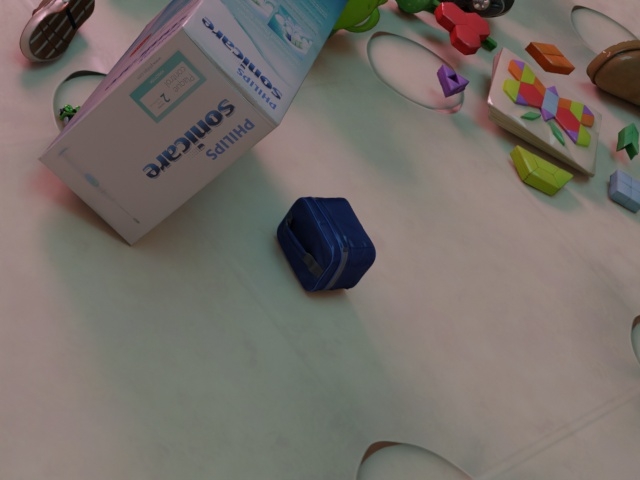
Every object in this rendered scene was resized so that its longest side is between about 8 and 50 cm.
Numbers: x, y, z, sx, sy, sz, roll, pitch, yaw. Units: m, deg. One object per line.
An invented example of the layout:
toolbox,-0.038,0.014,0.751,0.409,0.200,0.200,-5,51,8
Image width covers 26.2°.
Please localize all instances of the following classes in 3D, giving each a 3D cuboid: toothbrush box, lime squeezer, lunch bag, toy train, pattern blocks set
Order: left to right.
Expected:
toy train,-0.222,-0.119,1.373,0.083,0.017,0.023,5,56,-35
toothbrush box,-0.112,-0.163,1.325,0.126,0.216,0.295,44,35,-16
lunch bag,0.000,0.000,1.372,0.065,0.067,0.098,-2,49,-40
lime squeezer,0.113,-0.312,1.822,0.310,0.059,0.110,-2,50,-41
pattern blocks set,0.293,-0.171,1.802,0.325,0.026,0.285,22,45,-21

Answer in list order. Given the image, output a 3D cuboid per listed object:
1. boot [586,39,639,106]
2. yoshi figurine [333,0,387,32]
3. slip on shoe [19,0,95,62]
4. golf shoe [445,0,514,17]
boot,0.524,-0.156,1.946,0.236,0.089,0.269,4,48,-35
yoshi figurine,-0.068,-0.348,1.605,0.362,0.203,0.203,22,43,-17
slip on shoe,-0.282,-0.227,1.430,0.041,0.051,0.135,2,40,22
golf shoe,0.152,-0.392,1.930,0.273,0.105,0.120,37,7,11
